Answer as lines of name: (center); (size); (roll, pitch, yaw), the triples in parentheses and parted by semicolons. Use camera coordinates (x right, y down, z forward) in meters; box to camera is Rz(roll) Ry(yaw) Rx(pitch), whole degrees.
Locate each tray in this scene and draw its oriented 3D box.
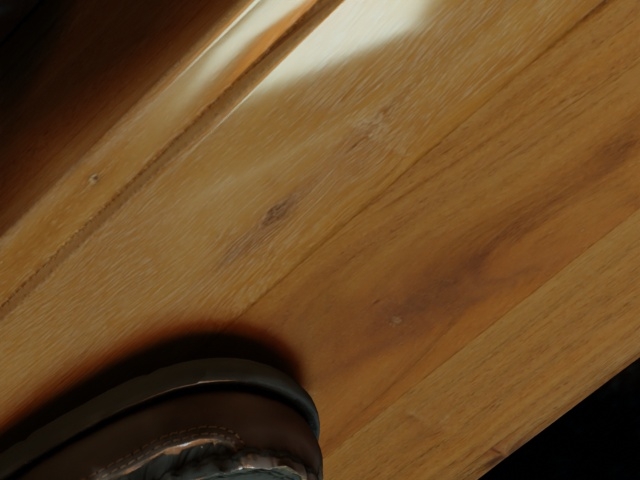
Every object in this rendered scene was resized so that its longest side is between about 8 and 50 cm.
tray: (0.000, 0.000, 0.472); (0.411, 0.076, 0.203); (-41, 133, 24)

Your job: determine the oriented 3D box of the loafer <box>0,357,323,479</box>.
loafer: (-0.093, 0.141, 0.470); (0.267, 0.084, 0.096); (-40, 133, 23)
